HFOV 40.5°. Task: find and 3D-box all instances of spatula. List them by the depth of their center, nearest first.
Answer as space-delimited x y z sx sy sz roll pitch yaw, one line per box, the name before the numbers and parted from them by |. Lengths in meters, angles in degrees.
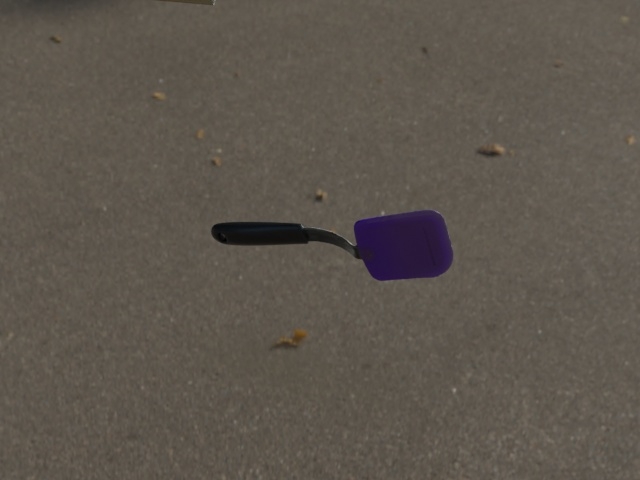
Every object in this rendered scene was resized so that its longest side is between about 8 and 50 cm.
spatula | 0.000 0.000 0.923 0.296 0.084 0.030 5 41 35

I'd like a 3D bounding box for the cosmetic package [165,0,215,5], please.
cosmetic package | -0.131 -0.214 0.645 0.115 0.041 0.060 6 66 8
